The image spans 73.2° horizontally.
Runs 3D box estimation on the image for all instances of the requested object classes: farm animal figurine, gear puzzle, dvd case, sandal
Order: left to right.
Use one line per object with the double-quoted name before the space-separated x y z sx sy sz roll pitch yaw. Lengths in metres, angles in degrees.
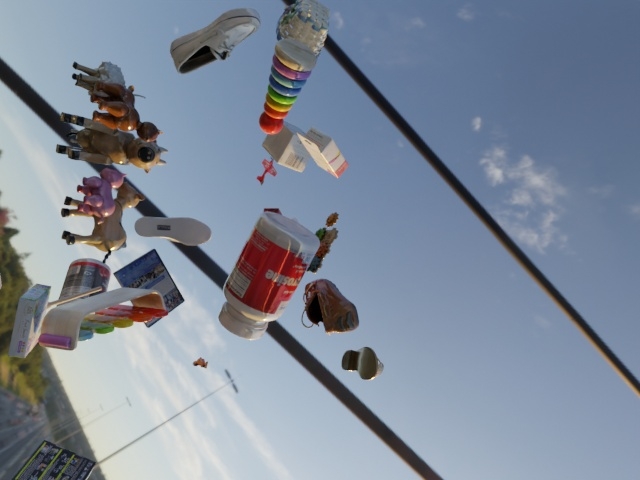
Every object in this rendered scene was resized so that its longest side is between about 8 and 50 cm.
"farm animal figurine" -0.424 -0.167 0.896 0.327 0.172 0.330 43 -65 38
"dvd case" -0.654 0.183 1.664 0.022 0.180 0.253 -3 -62 43
"gear puzzle" 0.000 0.000 2.068 0.044 0.339 0.175 39 -19 -31
"sandal" 0.141 0.353 1.231 0.240 0.079 0.088 151 -46 -68

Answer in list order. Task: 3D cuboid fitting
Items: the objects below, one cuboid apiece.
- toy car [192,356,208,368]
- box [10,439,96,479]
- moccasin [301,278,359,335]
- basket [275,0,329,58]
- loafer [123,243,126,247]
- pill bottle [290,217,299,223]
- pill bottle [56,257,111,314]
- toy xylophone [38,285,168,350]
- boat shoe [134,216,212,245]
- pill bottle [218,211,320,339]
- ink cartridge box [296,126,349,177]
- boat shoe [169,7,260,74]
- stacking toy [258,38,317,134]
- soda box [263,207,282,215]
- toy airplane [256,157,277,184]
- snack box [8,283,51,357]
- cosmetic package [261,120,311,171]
"toy car" -0.511 0.520 1.838 0.122 0.060 0.040 123 -22 -69
"box" -0.972 0.870 1.530 0.216 0.270 0.060 29 -72 -9
"moccasin" 0.003 0.229 1.476 0.380 0.147 0.139 -139 -144 -67
"basket" -0.091 -0.819 1.749 0.289 0.201 0.254 -51 -152 43
"loafer" -0.719 0.003 1.498 0.125 0.039 0.045 83 -10 -77
"pill bottle" -0.189 -0.033 1.936 0.194 0.108 0.108 -20 -85 11
"pill bottle" -1.031 0.249 1.871 0.176 0.176 0.318 117 -26 -47
"toy xylophone" -0.571 0.185 1.123 0.236 0.323 0.081 3 -81 30
"boat shoe" -0.573 -0.041 1.715 0.102 0.301 0.108 -31 125 -87
"pill bottle" -0.189 0.125 1.482 0.229 0.229 0.407 37 -75 34
"ink cartridge box" 0.009 -0.316 1.495 0.115 0.067 0.198 39 -4 35
"boat shoe" -0.278 -0.527 1.156 0.096 0.268 0.088 47 26 -75
"stacking toy" -0.136 -0.499 1.461 0.141 0.141 0.330 53 -42 17
"soda box" -0.257 -0.032 2.188 0.084 0.263 0.092 0 -26 13
"toy airplane" -0.264 -0.334 2.104 0.028 0.151 0.151 20 -54 25
"snack box" -0.664 0.181 0.987 0.100 0.037 0.141 -141 -114 -69
"cosmetic package" -0.142 -0.434 1.961 0.151 0.151 0.183 -57 -133 19
